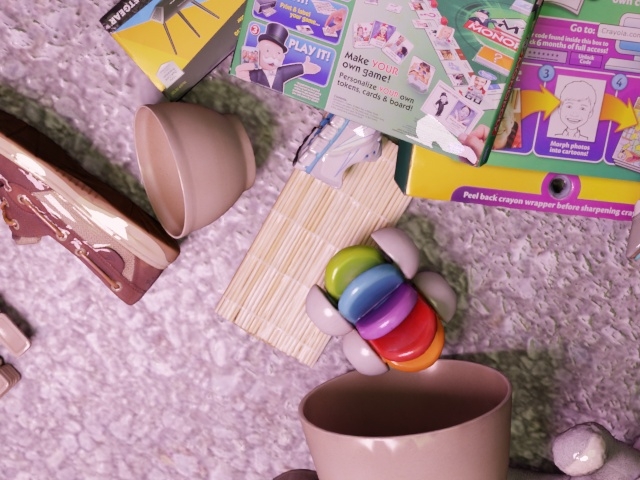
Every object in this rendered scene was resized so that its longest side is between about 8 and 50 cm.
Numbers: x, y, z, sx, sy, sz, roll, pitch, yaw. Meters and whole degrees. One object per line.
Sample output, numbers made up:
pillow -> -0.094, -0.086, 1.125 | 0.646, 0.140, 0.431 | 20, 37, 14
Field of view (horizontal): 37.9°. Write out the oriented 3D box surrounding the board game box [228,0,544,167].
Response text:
board game box -> 0.067, -0.234, 1.025 | 0.317, 0.046, 0.214 | 23, 109, 18

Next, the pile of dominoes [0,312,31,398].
pile of dominoes -> -0.510, 0.118, 1.220 | 0.196, 0.040, 0.251 | -43, 91, 8

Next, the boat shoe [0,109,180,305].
boat shoe -> -0.340, -0.044, 1.137 | 0.342, 0.123, 0.123 | 36, 98, -13

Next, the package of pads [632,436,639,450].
package of pads -> 0.449, 0.281, 1.250 | 0.050, 0.032, 0.083 | 35, 99, -4

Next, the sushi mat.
sushi mat -> 0.000, 0.000, 1.196 | 0.151, 0.019, 0.317 | 29, 100, -7

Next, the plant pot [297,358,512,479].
plant pot -> 0.119, 0.316, 1.135 | 0.256, 0.256, 0.274 | -8, 100, 1

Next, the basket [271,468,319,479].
basket -> -0.016, 0.434, 1.179 | 0.154, 0.227, 0.204 | -12, 102, 2

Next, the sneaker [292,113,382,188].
sneaker -> 0.054, -0.143, 1.129 | 0.083, 0.071, 0.191 | 36, 107, -15

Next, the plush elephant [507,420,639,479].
plush elephant -> 0.366, 0.410, 1.148 | 0.330, 0.272, 0.255 | 20, 56, -20

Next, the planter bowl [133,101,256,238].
planter bowl -> -0.145, -0.094, 1.118 | 0.109, 0.162, 0.162 | -17, 103, -24

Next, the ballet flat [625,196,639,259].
ballet flat -> 0.408, -0.073, 1.061 | 0.068, 0.072, 0.213 | 44, 98, 12

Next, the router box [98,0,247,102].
router box -> -0.155, -0.274, 1.124 | 0.179, 0.046, 0.133 | -41, 99, 7

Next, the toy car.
toy car -> 0.082, 0.087, 1.143 | 0.159, 0.136, 0.182 | -40, 110, 3

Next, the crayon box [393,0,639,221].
crayon box -> 0.290, -0.193, 1.099 | 0.362, 0.106, 0.313 | 6, 105, -5
